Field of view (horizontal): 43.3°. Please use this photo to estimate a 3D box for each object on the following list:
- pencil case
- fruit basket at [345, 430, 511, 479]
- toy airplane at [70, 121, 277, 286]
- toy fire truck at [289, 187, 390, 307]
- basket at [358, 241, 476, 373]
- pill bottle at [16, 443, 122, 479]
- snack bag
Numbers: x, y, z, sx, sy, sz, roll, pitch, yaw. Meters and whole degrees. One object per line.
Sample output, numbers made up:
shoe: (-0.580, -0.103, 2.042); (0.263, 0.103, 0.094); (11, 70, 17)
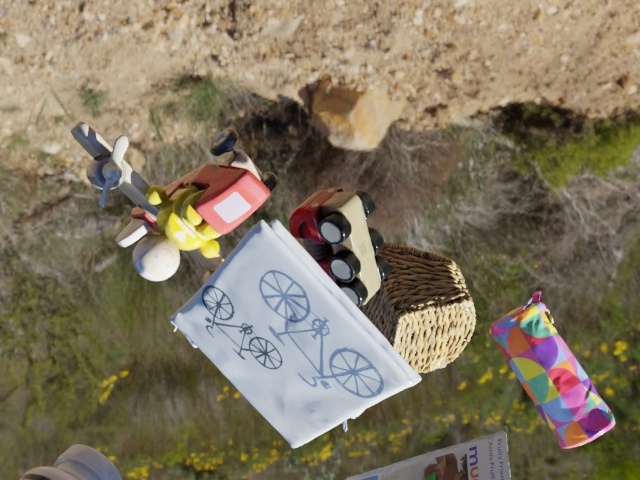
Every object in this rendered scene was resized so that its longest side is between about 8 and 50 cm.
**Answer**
pencil case: (0.359, 0.202, 1.253); (0.105, 0.236, 0.104); (-27, 168, -6)
fruit basket: (0.110, 0.428, 0.996); (0.166, 0.326, 0.353); (15, 150, -23)
toy airplane: (-0.288, -0.034, 1.545); (0.386, 0.272, 0.384); (19, 143, 9)
toy fire truck: (0.000, 0.000, 1.583); (0.247, 0.158, 0.217); (5, 124, 35)
basket: (0.223, 0.147, 1.872); (0.214, 0.223, 0.299); (-12, 142, -13)
pill bottle: (-0.278, 0.288, 0.786); (0.103, 0.184, 0.103); (13, 124, 20)
snack bag: (-0.055, 0.163, 1.247); (0.323, 0.037, 0.342); (46, 135, 0)
